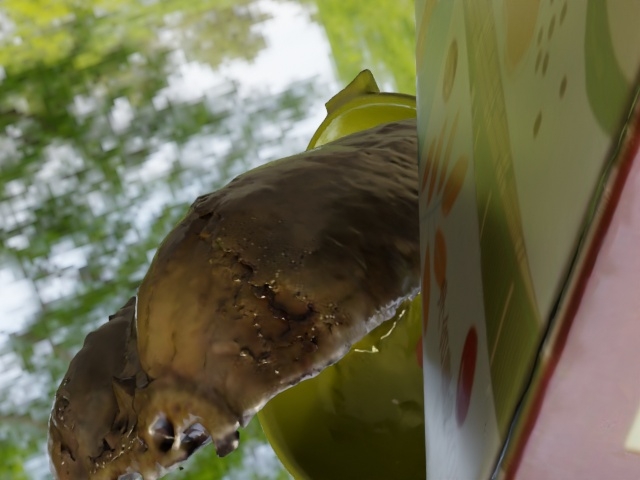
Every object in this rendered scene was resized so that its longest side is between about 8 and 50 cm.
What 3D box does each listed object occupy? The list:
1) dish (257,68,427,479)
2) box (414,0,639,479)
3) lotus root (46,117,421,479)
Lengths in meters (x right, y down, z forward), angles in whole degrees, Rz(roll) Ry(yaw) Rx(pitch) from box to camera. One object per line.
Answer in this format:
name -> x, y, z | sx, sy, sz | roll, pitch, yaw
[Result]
dish -> 0.067, 0.037, 1.047 | 0.108, 0.262, 0.221 | 8, -174, -38
box -> 0.119, -0.131, 0.457 | 0.122, 0.344, 0.385 | 9, -141, -6
lotus root -> 0.000, -0.001, 0.683 | 0.167, 0.078, 0.329 | -28, -176, 25
